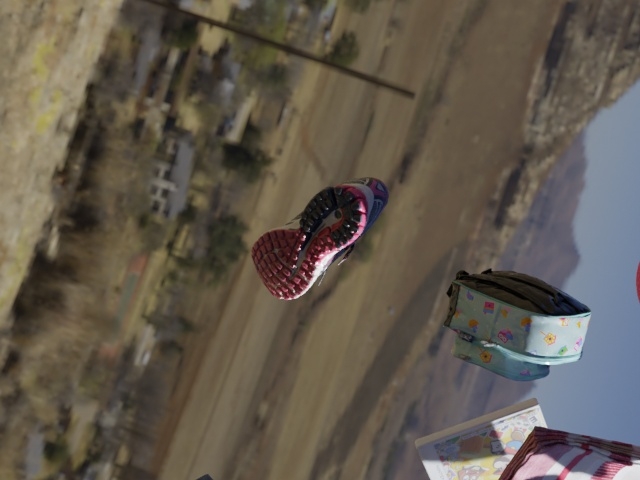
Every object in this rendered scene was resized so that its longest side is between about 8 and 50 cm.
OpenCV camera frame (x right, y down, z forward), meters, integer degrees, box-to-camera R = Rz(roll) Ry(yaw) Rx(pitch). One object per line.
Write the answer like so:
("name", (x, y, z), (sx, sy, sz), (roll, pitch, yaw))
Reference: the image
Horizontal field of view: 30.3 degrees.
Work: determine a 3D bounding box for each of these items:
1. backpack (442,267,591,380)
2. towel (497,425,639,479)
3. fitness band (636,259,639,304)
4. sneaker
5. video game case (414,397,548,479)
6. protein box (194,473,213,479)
("backpack", (0.288, 0.124, 1.704), (0.165, 0.188, 0.145), (0, 98, -48))
("towel", (0.443, 0.397, 1.856), (0.237, 0.328, 0.037), (110, -12, -45))
("fitness band", (0.584, 0.076, 1.764), (0.054, 0.209, 0.291), (44, 26, -36))
("sneaker", (0.000, 0.000, 1.931), (0.299, 0.121, 0.112), (-35, 175, 42))
("video game case", (0.305, 0.397, 2.100), (0.026, 0.226, 0.206), (-102, 169, -60))
("protein box", (-0.195, 0.500, 1.787), (0.199, 0.201, 0.136), (-25, 134, -29))
